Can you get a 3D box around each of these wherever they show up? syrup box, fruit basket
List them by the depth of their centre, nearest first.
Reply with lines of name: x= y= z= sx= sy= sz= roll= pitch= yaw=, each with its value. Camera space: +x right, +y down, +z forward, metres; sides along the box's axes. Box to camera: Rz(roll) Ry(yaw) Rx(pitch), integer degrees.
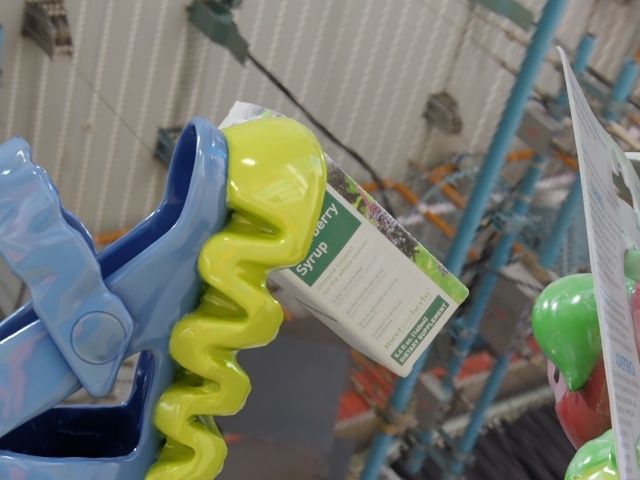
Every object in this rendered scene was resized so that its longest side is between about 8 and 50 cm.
fruit basket: x=0.161 y=0.121 z=0.605 sx=0.165 sy=0.353 sz=0.327 roll=-16 pitch=-16 yaw=19
syrup box: x=0.000 y=0.000 z=0.986 sx=0.237 sy=0.096 sz=0.093 roll=42 pitch=-98 yaw=-29

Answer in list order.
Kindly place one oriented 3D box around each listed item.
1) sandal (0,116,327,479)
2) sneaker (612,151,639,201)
sandal: x=-0.110 y=0.085 z=0.502 sx=0.138 sy=0.126 sz=0.317 roll=18 pitch=-95 yaw=-15
sneaker: x=0.355 y=-0.060 z=1.173 sx=0.061 sy=0.152 sz=0.054 roll=-50 pitch=-37 yaw=-42
